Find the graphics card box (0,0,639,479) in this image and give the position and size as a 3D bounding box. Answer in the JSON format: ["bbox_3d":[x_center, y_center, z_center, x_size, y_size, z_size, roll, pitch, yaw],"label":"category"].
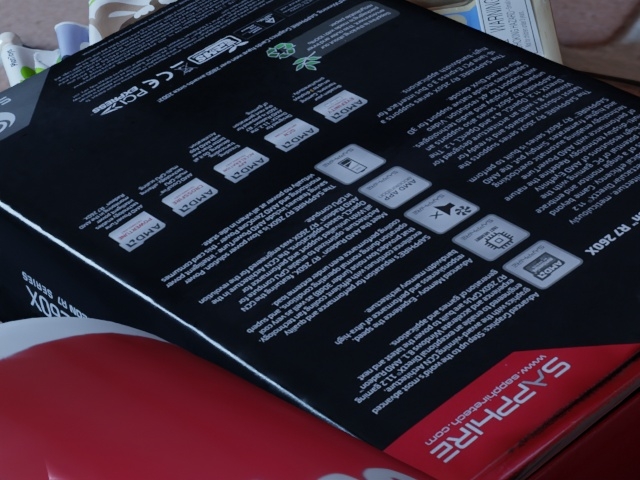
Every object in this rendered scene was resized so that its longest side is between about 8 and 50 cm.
[{"bbox_3d":[0.017,0.002,0.828,0.233,0.094,0.371,-33,42,-28],"label":"graphics card box"}]

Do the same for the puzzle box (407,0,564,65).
[{"bbox_3d":[0.000,0.000,0.961,0.272,0.052,0.409,-8,35,5],"label":"puzzle box"}]

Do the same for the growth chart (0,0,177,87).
[{"bbox_3d":[-0.068,-0.116,1.080,0.237,0.021,0.172,-20,35,-13],"label":"growth chart"}]

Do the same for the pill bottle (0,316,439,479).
[{"bbox_3d":[-0.044,0.160,0.594,0.407,0.229,0.229,23,47,39],"label":"pill bottle"}]
